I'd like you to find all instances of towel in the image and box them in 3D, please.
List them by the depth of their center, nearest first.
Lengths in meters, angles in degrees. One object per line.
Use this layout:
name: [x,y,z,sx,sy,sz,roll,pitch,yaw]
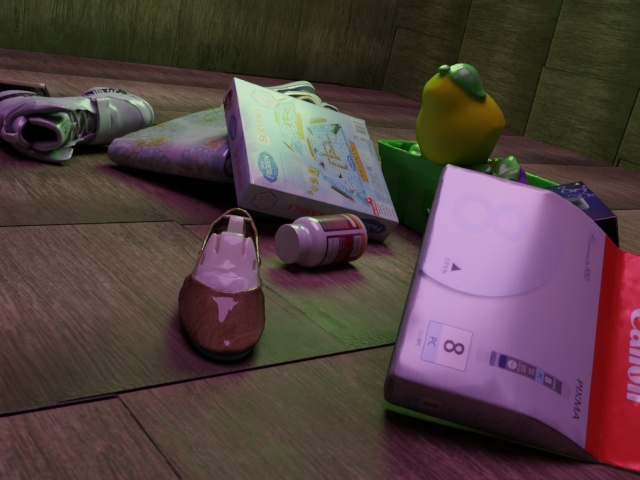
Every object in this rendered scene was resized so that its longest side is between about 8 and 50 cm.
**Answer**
towel: [-0.224,-0.217,1.679,0.320,0.090,0.374,7,23,31]

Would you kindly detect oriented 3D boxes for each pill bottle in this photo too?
pill bottle: [0.000,0.000,1.277,0.152,0.086,0.086,-5,24,-43]

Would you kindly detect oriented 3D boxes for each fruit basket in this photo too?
fruit basket: [0.302,-0.177,1.563,0.282,0.392,0.392,-3,23,-38]

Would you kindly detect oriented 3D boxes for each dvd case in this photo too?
dvd case: [-0.727,-0.325,1.747,0.221,0.018,0.164,6,-22,-3]

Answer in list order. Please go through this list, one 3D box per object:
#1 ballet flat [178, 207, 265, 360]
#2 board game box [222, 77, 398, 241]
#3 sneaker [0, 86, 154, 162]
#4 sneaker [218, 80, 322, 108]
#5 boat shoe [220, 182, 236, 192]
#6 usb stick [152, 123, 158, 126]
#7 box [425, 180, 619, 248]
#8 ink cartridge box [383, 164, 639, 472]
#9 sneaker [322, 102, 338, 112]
ballet flat: [-0.123,0.033,1.033,0.116,0.124,0.342,10,18,-5]
board game box: [-0.025,-0.161,1.504,0.318,0.066,0.319,14,42,-26]
sneaker: [-0.523,-0.247,1.644,0.365,0.137,0.210,-4,24,-28]
sneaker: [-0.143,-0.381,2.248,0.321,0.126,0.127,-20,52,-16]
boat shoe: [-0.145,-0.118,1.613,0.133,0.049,0.042,4,18,-23]
usb stick: [-0.309,-0.256,1.946,0.278,0.045,0.077,9,10,-7]
box: [0.308,-0.001,1.188,0.261,0.103,0.184,-10,18,6]
ink cartridge box: [0.296,0.092,0.899,0.384,0.091,0.308,14,57,8]
sneaker: [0.014,-0.369,2.418,0.153,0.101,0.268,22,26,29]
